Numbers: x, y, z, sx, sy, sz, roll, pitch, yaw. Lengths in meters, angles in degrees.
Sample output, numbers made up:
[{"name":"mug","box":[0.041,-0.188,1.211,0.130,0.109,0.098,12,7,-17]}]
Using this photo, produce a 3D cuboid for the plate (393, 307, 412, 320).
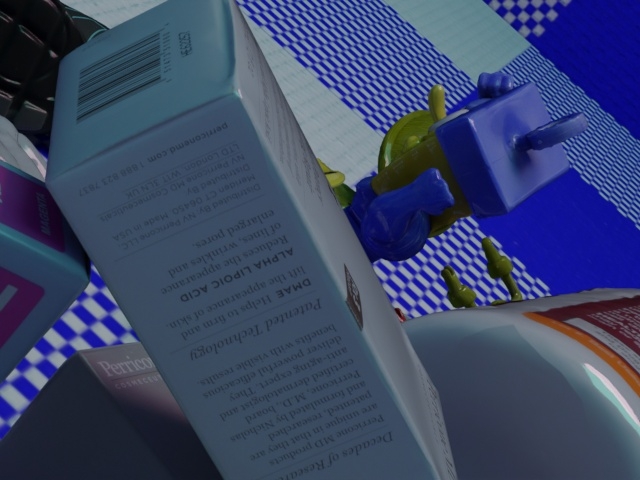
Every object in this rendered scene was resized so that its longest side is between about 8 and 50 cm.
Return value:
[{"name":"plate","box":[0.074,0.113,1.215,0.188,0.024,0.188,37,19,-15]}]

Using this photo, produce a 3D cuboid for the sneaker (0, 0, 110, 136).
[{"name":"sneaker","box":[-0.179,-0.110,1.152,0.267,0.101,0.106,30,0,-28]}]

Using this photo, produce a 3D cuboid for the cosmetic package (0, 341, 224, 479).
[{"name":"cosmetic package","box":[-0.037,0.160,0.786,0.238,0.107,0.127,51,24,16]}]

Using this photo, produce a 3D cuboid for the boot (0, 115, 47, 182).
[{"name":"boot","box":[-0.240,-0.059,0.915,0.258,0.095,0.123,46,12,-12]}]

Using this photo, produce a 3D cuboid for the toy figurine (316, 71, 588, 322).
[{"name":"toy figurine","box":[0.105,-0.019,1.107,0.362,0.217,0.191,-27,86,-55]}]

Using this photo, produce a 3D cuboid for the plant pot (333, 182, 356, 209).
[{"name":"plant pot","box":[0.000,0.000,1.233,0.083,0.079,0.083,37,20,-15]}]

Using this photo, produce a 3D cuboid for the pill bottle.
[{"name":"pill bottle","box":[0.158,0.143,1.005,0.224,0.224,0.392,48,21,19]}]

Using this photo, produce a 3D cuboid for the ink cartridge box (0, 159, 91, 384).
[{"name":"ink cartridge box","box":[-0.259,-0.003,0.585,0.311,0.186,0.065,31,24,-29]}]

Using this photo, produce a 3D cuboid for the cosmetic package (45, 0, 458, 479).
[{"name":"cosmetic package","box":[-0.021,0.025,0.692,0.231,0.085,0.117,60,10,-29]}]
